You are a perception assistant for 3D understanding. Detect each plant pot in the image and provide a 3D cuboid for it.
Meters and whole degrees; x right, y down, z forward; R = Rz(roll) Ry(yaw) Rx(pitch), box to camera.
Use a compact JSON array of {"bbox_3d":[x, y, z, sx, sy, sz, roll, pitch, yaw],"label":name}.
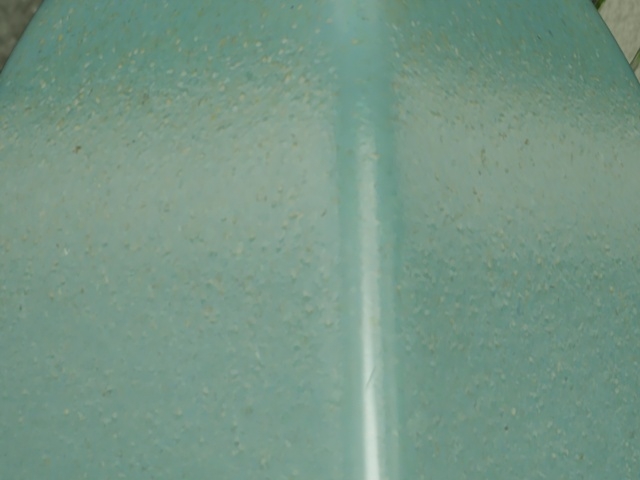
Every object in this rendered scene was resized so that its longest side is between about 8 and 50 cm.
[{"bbox_3d":[0.000,0.000,0.635,0.247,0.248,0.252,2,86,-50],"label":"plant pot"}]
